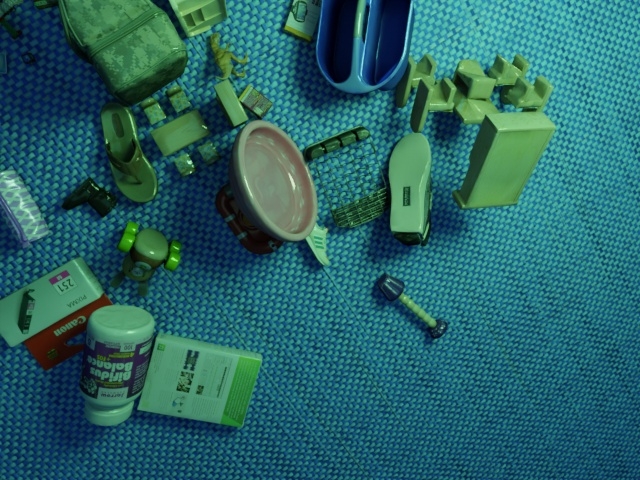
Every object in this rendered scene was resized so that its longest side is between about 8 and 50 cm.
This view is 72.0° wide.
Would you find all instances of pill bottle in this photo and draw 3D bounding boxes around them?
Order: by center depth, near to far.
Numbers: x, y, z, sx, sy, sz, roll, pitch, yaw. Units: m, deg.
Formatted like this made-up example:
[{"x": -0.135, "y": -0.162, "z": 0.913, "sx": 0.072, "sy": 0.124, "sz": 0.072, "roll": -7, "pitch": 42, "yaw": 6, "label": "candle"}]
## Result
[{"x": -0.567, "y": 0.347, "z": 1.219, "sx": 0.169, "sy": 0.169, "sz": 0.302, "roll": 11, "pitch": 104, "yaw": -12, "label": "pill bottle"}]

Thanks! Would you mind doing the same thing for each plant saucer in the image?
[{"x": -0.129, "y": -0.150, "z": 1.175, "sx": 0.084, "sy": 0.332, "sz": 0.332, "roll": -17, "pitch": 106, "yaw": 29, "label": "plant saucer"}]

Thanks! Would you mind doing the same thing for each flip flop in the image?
[{"x": -0.518, "y": -0.232, "z": 1.176, "sx": 0.112, "sy": 0.080, "sz": 0.277, "roll": -13, "pitch": 102, "yaw": -8, "label": "flip flop"}]

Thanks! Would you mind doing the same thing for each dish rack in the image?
[{"x": 0.090, "y": -0.182, "z": 1.309, "sx": 0.208, "sy": 0.074, "sz": 0.272, "roll": -23, "pitch": 105, "yaw": -5, "label": "dish rack"}]

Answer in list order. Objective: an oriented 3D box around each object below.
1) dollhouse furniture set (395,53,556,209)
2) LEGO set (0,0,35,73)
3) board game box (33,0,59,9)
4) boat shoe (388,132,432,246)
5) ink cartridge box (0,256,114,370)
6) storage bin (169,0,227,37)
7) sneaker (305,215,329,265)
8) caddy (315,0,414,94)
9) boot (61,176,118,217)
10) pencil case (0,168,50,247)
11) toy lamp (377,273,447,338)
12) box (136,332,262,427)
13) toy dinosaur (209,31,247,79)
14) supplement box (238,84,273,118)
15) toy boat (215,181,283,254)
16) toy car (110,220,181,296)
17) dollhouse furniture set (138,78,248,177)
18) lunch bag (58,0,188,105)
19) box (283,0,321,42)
[{"x": 0.435, "y": -0.316, "z": 1.237, "sx": 0.361, "sy": 0.394, "sz": 0.257, "roll": -5, "pitch": 138, "yaw": -11, "label": "dollhouse furniture set"}, {"x": -0.841, "y": -0.519, "z": 1.094, "sx": 0.244, "sy": 0.060, "sz": 0.183, "roll": 8, "pitch": 110, "yaw": -11, "label": "LEGO set"}, {"x": -0.604, "y": -0.680, "z": 1.108, "sx": 0.259, "sy": 0.030, "sz": 0.136, "roll": -16, "pitch": 100, "yaw": -8, "label": "board game box"}, {"x": 0.279, "y": -0.142, "z": 1.338, "sx": 0.127, "sy": 0.158, "sz": 0.341, "roll": 3, "pitch": 75, "yaw": 24, "label": "boat shoe"}, {"x": -0.730, "y": 0.215, "z": 1.227, "sx": 0.275, "sy": 0.060, "sz": 0.239, "roll": -30, "pitch": 103, "yaw": -4, "label": "ink cartridge box"}, {"x": -0.335, "y": -0.660, "z": 1.043, "sx": 0.123, "sy": 0.260, "sz": 0.263, "roll": -26, "pitch": 103, "yaw": -4, "label": "storage bin"}, {"x": 0.000, "y": 0.000, "z": 1.328, "sx": 0.075, "sy": 0.057, "sz": 0.161, "roll": -30, "pitch": 101, "yaw": 1, "label": "sneaker"}, {"x": 0.119, "y": -0.551, "z": 1.150, "sx": 0.241, "sy": 0.179, "sz": 0.342, "roll": 10, "pitch": 99, "yaw": 18, "label": "caddy"}, {"x": -0.624, "y": -0.102, "z": 1.200, "sx": 0.121, "sy": 0.045, "sz": 0.099, "roll": -45, "pitch": 108, "yaw": -1, "label": "boot"}, {"x": -0.792, "y": -0.087, "z": 1.146, "sx": 0.086, "sy": 0.088, "sz": 0.206, "roll": -26, "pitch": 104, "yaw": -3, "label": "pencil case"}, {"x": 0.292, "y": 0.207, "z": 1.412, "sx": 0.274, "sy": 0.080, "sz": 0.080, "roll": 40, "pitch": 91, "yaw": -17, "label": "toy lamp"}, {"x": -0.362, "y": 0.427, "z": 1.337, "sx": 0.321, "sy": 0.058, "sz": 0.233, "roll": 16, "pitch": 97, "yaw": -12, "label": "box"}, {"x": -0.250, "y": -0.465, "z": 1.169, "sx": 0.112, "sy": 0.212, "sz": 0.064, "roll": 0, "pitch": 143, "yaw": -30, "label": "toy dinosaur"}, {"x": -0.182, "y": -0.386, "z": 1.232, "sx": 0.083, "sy": 0.043, "sz": 0.055, "roll": 37, "pitch": 91, "yaw": -14, "label": "supplement box"}, {"x": -0.187, "y": -0.066, "z": 1.232, "sx": 0.150, "sy": 0.151, "sz": 0.231, "roll": -34, "pitch": 104, "yaw": -3, "label": "toy boat"}, {"x": -0.497, "y": 0.071, "z": 1.212, "sx": 0.155, "sy": 0.149, "sz": 0.189, "roll": 27, "pitch": 105, "yaw": -24, "label": "toy car"}, {"x": -0.323, "y": -0.308, "z": 1.158, "sx": 0.241, "sy": 0.161, "sz": 0.212, "roll": -28, "pitch": 104, "yaw": -5, "label": "dollhouse furniture set"}, {"x": -0.466, "y": -0.483, "z": 1.033, "sx": 0.212, "sy": 0.305, "sz": 0.256, "roll": -34, "pitch": 108, "yaw": -6, "label": "lunch bag"}, {"x": -0.042, "y": -0.633, "z": 1.224, "sx": 0.081, "sy": 0.028, "sz": 0.136, "roll": 19, "pitch": 93, "yaw": -13, "label": "box"}]
